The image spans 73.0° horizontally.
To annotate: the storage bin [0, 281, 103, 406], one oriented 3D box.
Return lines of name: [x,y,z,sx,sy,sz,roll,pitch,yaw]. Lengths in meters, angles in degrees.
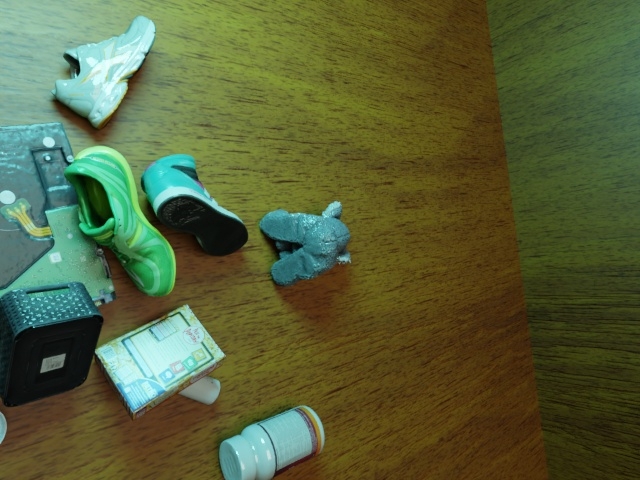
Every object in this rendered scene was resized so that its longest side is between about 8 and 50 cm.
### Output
storage bin: [-0.439,0.165,0.692,0.122,0.084,0.180,-6,131,-50]

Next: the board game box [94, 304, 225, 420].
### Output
board game box: [-0.309,0.228,0.842,0.194,0.045,0.146,-26,63,-39]

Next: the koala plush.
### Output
koala plush: [0.000,0.000,1.106,0.221,0.204,0.196,-16,96,-52]

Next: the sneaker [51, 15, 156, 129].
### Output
sneaker: [-0.418,-0.355,0.840,0.121,0.099,0.262,30,65,-29]

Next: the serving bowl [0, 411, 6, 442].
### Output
serving bowl: [-0.552,0.304,0.688,0.084,0.027,0.083,5,82,-40]

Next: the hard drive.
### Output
hard drive: [-0.517,-0.019,0.733,0.237,0.064,0.338,-21,98,-40]

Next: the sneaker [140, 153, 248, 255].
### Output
sneaker: [-0.272,-0.081,0.918,0.178,0.124,0.295,56,2,25]

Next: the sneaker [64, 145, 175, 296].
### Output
sneaker: [-0.364,-0.015,0.773,0.123,0.110,0.295,-65,138,-60]

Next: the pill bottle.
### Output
pill bottle: [-0.108,0.469,0.986,0.221,0.121,0.121,-5,88,-41]

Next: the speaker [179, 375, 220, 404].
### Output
speaker: [-0.280,0.296,0.904,0.136,0.055,0.055,36,63,-32]
